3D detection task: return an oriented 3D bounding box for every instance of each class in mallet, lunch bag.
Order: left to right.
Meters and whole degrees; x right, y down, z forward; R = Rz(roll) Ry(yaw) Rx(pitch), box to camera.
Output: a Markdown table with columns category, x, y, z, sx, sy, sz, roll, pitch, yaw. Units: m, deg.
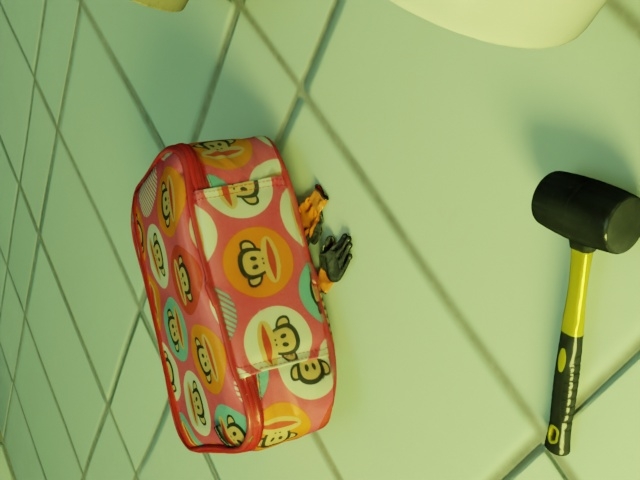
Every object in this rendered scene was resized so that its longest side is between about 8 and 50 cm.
| category | x | y | z | sx | sy | sz | roll | pitch | yaw |
| --- | --- | --- | --- | --- | --- | --- | --- | --- | --- |
| lunch bag | -0.101 | 0.059 | 0.818 | 0.258 | 0.120 | 0.292 | -28 | 74 | 62 |
| mallet | 0.163 | 0.053 | 0.506 | 0.062 | 0.039 | 0.189 | 20 | 118 | 56 |

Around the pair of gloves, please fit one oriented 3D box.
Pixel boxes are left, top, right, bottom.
| category | x | y | z | sx | sy | sz | roll | pitch | yaw |
| --- | --- | --- | --- | --- | --- | --- | --- | --- | --- |
| pair of gloves | 0.000 | 0.000 | 0.746 | 0.083 | 0.010 | 0.074 | 59 | 140 | 27 |

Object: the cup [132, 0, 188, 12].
| category | x | y | z | sx | sy | sz | roll | pitch | yaw |
| --- | --- | --- | --- | --- | --- | --- | --- | --- | --- |
| cup | -0.189 | -0.393 | 0.700 | 0.237 | 0.331 | 0.331 | -49 | 54 | 18 |

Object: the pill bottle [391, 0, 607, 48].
| category | x | y | z | sx | sy | sz | roll | pitch | yaw |
| --- | --- | --- | --- | --- | --- | --- | --- | --- | --- |
| pill bottle | 0.132 | -0.269 | 0.312 | 0.210 | 0.210 | 0.362 | 59 | 141 | 28 |
